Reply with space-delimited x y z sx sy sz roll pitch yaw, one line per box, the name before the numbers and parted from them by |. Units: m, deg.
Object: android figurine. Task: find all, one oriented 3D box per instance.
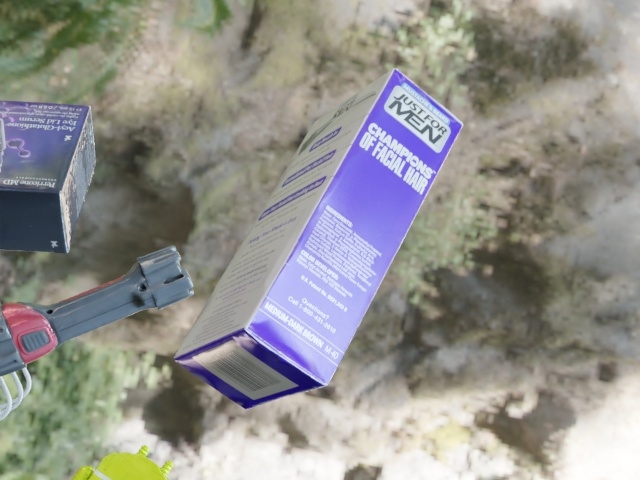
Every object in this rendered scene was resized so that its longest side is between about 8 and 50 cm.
android figurine | -0.399 0.534 2.458 0.272 0.248 0.056 -57 161 -19

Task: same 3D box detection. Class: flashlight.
flashlight | -0.339 0.094 1.779 0.103 0.304 0.103 100 -34 -71

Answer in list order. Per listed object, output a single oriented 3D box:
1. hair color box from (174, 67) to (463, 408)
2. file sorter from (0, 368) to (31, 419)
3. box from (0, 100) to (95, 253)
hair color box | 0.000 0.000 1.288 0.185 0.110 0.338 -26 -148 59
file sorter | -0.555 0.204 1.812 0.277 0.173 0.192 -89 155 -85
box | -0.400 -0.089 1.684 0.207 0.153 0.108 -88 180 -50
